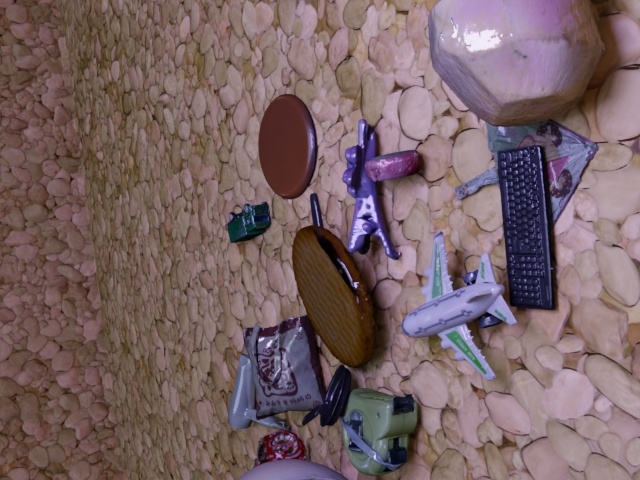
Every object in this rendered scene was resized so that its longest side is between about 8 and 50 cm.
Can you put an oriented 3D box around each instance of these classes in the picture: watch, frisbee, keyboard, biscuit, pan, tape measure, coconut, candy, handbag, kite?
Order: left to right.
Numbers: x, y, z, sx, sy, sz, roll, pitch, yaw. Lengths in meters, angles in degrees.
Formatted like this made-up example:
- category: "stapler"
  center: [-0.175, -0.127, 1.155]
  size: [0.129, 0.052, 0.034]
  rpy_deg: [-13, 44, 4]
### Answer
- category: "watch"
  center: [-0.109, 0.607, 1.642]
  size: [0.165, 0.102, 0.268]
  rpy_deg: [50, 139, 34]
- category: "handbag"
  center: [-0.089, 0.308, 1.519]
  size: [0.213, 0.127, 0.235]
  rpy_deg: [-15, 88, 31]
- category: "frisbee"
  center: [-0.085, -0.224, 1.525]
  size: [0.251, 0.021, 0.251]
  rpy_deg: [15, 108, 54]
- category: "pan"
  center: [0.014, 0.357, 1.385]
  size: [0.235, 0.028, 0.136]
  rpy_deg: [125, 166, -49]
- category: "biscuit"
  center: [0.025, 0.118, 1.339]
  size: [0.318, 0.040, 0.318]
  rpy_deg: [49, 149, 43]
- category: "tape measure"
  center: [0.106, 0.381, 1.277]
  size: [0.200, 0.106, 0.175]
  rpy_deg: [-4, 85, 58]
- category: "candy"
  center: [0.132, -0.136, 1.159]
  size: [0.103, 0.103, 0.043]
  rpy_deg: [3, 109, 55]
- category: "coconut"
  center: [0.260, -0.277, 0.858]
  size: [0.197, 0.237, 0.237]
  rpy_deg: [-16, 82, 50]
- category: "kite"
  center: [0.310, -0.106, 0.991]
  size: [0.268, 0.013, 0.323]
  rpy_deg: [-15, 83, 54]
- category: "keyboard"
  center: [0.317, -0.018, 0.976]
  size: [0.087, 0.017, 0.250]
  rpy_deg: [0, 97, 54]

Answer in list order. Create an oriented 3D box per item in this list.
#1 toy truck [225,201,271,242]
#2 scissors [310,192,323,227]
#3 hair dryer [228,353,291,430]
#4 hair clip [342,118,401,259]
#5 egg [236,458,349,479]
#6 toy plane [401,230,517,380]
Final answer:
- category: "toy truck"
  center: [-0.188, -0.049, 1.658]
  size: [0.147, 0.065, 0.079]
  rpy_deg: [-24, 78, 54]
- category: "scissors"
  center: [0.000, 0.000, 1.443]
  size: [0.088, 0.017, 0.220]
  rpy_deg: [-16, 82, 58]
- category: "hair dryer"
  center: [-0.156, 0.439, 1.714]
  size: [0.237, 0.075, 0.206]
  rpy_deg: [20, 105, 44]
- category: "hair clip"
  center: [0.082, -0.091, 1.233]
  size: [0.090, 0.137, 0.278]
  rpy_deg: [-13, 85, 19]
- category: "egg"
  center: [-0.081, 0.654, 1.397]
  size: [0.340, 0.354, 0.354]
  rpy_deg: [163, 98, -66]
- category: "toy plane"
  center: [0.226, 0.118, 1.073]
  size: [0.255, 0.101, 0.251]
  rpy_deg: [-39, 64, 55]
